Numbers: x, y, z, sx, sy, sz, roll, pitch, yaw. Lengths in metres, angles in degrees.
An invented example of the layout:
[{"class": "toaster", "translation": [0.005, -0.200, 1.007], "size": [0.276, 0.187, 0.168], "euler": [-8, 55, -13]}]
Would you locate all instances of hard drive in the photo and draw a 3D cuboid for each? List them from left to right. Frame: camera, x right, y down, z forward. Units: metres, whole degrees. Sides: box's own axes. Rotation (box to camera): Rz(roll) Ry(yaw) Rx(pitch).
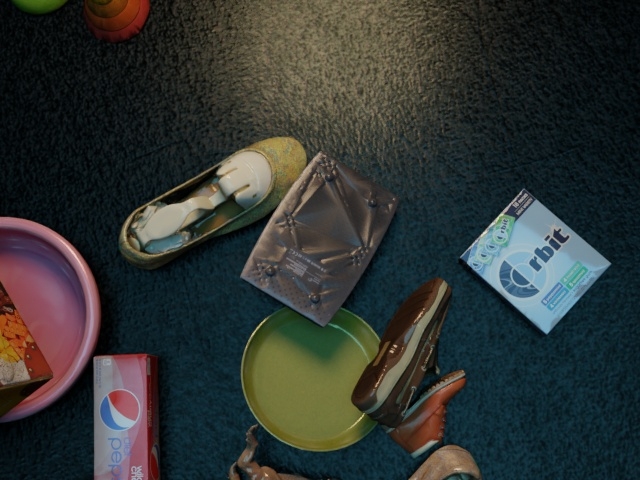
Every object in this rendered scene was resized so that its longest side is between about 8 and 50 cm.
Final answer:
[{"class": "hard drive", "translation": [0.000, 0.000, 1.558], "size": [0.172, 0.054, 0.254], "euler": [31, 72, 2]}]

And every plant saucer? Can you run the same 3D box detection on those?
[{"class": "plant saucer", "translation": [-0.518, 0.130, 1.584], "size": [0.332, 0.084, 0.332], "euler": [-1, 80, 3]}, {"class": "plant saucer", "translation": [-0.008, 0.216, 1.529], "size": [0.241, 0.037, 0.240], "euler": [4, 67, -10]}]

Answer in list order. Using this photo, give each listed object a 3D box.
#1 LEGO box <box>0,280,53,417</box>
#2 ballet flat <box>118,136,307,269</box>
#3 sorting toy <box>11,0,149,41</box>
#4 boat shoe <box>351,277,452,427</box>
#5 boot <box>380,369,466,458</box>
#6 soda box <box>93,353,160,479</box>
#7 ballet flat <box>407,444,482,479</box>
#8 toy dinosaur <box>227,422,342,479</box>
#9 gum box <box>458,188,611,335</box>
[{"class": "LEGO box", "translation": [-0.709, 0.188, 1.457], "size": [0.500, 0.193, 0.372], "euler": [-37, 79, 17]}, {"class": "ballet flat", "translation": [-0.176, -0.065, 1.577], "size": [0.349, 0.123, 0.123], "euler": [-30, 80, -2]}, {"class": "sorting toy", "translation": [-0.477, -0.460, 1.656], "size": [0.366, 0.126, 0.127], "euler": [22, 83, 6]}, {"class": "boat shoe", "translation": [0.146, 0.180, 1.520], "size": [0.095, 0.095, 0.257], "euler": [42, 66, -14]}, {"class": "boot", "translation": [0.181, 0.274, 1.530], "size": [0.158, 0.059, 0.084], "euler": [-41, 84, 5]}, {"class": "soda box", "translation": [-0.308, 0.314, 1.540], "size": [0.092, 0.083, 0.263], "euler": [-3, 80, 3]}, {"class": "ballet flat", "translation": [0.126, 0.443, 1.462], "size": [0.316, 0.106, 0.107], "euler": [-49, 117, -5]}, {"class": "toy dinosaur", "translation": [-0.097, 0.424, 1.465], "size": [0.296, 0.127, 0.200], "euler": [-39, 69, -15]}, {"class": "gum box", "translation": [0.345, 0.035, 1.561], "size": [0.184, 0.041, 0.157], "euler": [43, 86, 10]}]
